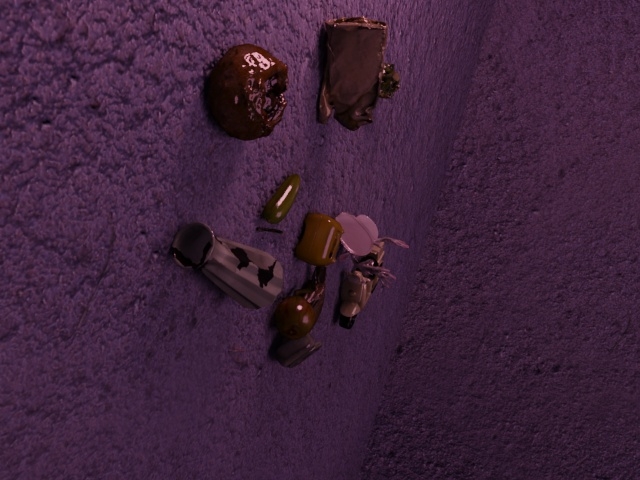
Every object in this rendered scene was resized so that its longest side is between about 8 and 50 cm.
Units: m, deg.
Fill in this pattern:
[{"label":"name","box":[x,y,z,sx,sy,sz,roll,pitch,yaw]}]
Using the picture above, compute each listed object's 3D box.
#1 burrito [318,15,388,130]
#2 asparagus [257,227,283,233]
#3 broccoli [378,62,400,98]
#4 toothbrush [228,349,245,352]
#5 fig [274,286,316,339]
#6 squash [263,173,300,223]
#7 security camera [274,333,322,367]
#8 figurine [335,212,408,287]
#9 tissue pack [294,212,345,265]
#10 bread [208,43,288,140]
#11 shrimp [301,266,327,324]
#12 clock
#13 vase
[{"label":"burrito","box":[0.094,-0.512,1.694,0.135,0.190,0.332,-83,179,-56]},{"label":"asparagus","box":[-0.149,-0.029,1.671,0.166,0.013,0.016,9,87,-67]},{"label":"broccoli","box":[0.240,-0.588,2.031,0.131,0.120,0.130,-10,96,-30]},{"label":"toothbrush","box":[-0.255,0.340,1.692,0.006,0.008,0.097,-59,158,2]},{"label":"fig","box":[-0.087,0.235,1.864,0.142,0.148,0.186,45,25,-49]},{"label":"squash","box":[-0.109,-0.125,1.634,0.066,0.066,0.201,80,30,-47]},{"label":"security camera","box":[-0.079,0.399,2.018,0.157,0.080,0.301,-37,164,-2]},{"label":"figurine","box":[0.186,0.035,2.172,0.316,0.284,0.206,57,55,-76]},{"label":"tissue pack","box":[0.000,0.000,1.885,0.123,0.127,0.178,22,84,-65]},{"label":"bread","box":[-0.158,-0.345,1.296,0.230,0.123,0.230,-42,139,-50]},{"label":"shrimp","box":[-0.041,0.223,2.014,0.168,0.077,0.317,-25,131,-58]},{"label":"clock","box":[0.181,0.188,2.453,0.379,0.120,0.276,-57,157,-43]},{"label":"vase","box":[-0.226,0.066,1.404,0.360,0.165,0.165,41,68,-60]}]
